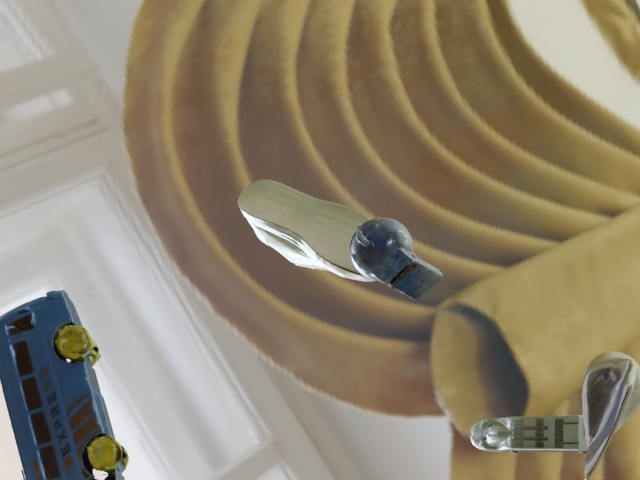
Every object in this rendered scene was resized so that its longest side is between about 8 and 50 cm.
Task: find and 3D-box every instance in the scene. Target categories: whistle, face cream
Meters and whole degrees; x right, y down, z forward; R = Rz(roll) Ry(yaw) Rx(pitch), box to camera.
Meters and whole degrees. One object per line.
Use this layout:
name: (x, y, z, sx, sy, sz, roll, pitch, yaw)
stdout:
whistle: (0.089, 0.017, 1.541, 0.090, 0.158, 0.090, -10, -111, 29)
face cream: (0.326, 0.185, 1.317, 0.070, 0.224, 0.114, 23, -77, 9)

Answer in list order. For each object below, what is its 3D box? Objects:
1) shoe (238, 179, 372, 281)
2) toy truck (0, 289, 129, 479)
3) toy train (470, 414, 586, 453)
shoe: (0.000, 0.000, 1.741, 0.265, 0.095, 0.110, 30, -23, 26)
toy truck: (-0.413, 0.276, 1.895, 0.161, 0.162, 0.385, 107, -33, -77)
toy train: (0.285, 0.271, 1.654, 0.234, 0.051, 0.052, -11, -108, 50)
